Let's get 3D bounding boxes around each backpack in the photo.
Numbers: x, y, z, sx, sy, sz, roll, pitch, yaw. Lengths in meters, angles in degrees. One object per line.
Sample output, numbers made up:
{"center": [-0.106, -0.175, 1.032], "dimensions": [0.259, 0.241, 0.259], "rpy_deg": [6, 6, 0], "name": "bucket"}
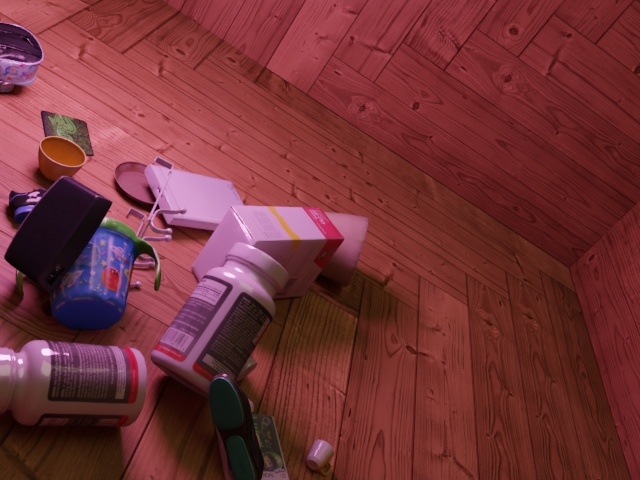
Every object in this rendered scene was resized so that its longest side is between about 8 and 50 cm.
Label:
{"center": [-1.015, -0.585, 2.187], "dimensions": [0.253, 0.191, 0.225], "rpy_deg": [-7, 55, -41], "name": "backpack"}

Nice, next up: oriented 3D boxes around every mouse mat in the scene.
{"center": [-0.820, -0.348, 2.253], "dimensions": [0.152, 0.007, 0.190], "rpy_deg": [10, 39, -38], "name": "mouse mat"}

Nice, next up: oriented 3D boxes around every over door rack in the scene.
{"center": [-0.473, -0.050, 1.977], "dimensions": [0.108, 0.239, 0.324], "rpy_deg": [21, 35, -25], "name": "over door rack"}

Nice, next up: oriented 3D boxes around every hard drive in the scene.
{"center": [-0.395, -0.131, 2.316], "dimensions": [0.353, 0.047, 0.233], "rpy_deg": [9, 43, -50], "name": "hard drive"}
{"center": [-0.625, -0.025, 1.641], "dimensions": [0.172, 0.255, 0.054], "rpy_deg": [28, -11, 25], "name": "hard drive"}

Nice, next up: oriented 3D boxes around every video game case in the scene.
{"center": [-0.173, 0.516, 1.736], "dimensions": [0.173, 0.022, 0.190], "rpy_deg": [16, 37, -33], "name": "video game case"}

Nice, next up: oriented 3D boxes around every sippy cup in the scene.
{"center": [-0.569, 0.093, 1.721], "dimensions": [0.240, 0.305, 0.224], "rpy_deg": [47, 27, -49], "name": "sippy cup"}

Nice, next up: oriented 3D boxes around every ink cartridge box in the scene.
{"center": [-0.160, 0.041, 2.141], "dimensions": [0.384, 0.279, 0.160], "rpy_deg": [-1, 47, -47], "name": "ink cartridge box"}

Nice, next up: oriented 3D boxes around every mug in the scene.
{"center": [0.000, 0.569, 1.812], "dimensions": [0.078, 0.062, 0.064], "rpy_deg": [35, 37, 9], "name": "mug"}

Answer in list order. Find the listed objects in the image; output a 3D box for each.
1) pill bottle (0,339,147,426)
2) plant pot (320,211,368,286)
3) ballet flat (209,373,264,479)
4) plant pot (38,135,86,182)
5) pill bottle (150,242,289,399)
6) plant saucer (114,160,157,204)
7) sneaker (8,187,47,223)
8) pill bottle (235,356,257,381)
{"center": [-0.549, 0.304, 1.478], "dimensions": [0.318, 0.176, 0.176], "rpy_deg": [12, 38, -37], "name": "pill bottle"}
{"center": [0.000, 0.000, 2.437], "dimensions": [0.274, 0.256, 0.256], "rpy_deg": [18, 32, -3], "name": "plant pot"}
{"center": [-0.194, 0.437, 1.634], "dimensions": [0.096, 0.095, 0.280], "rpy_deg": [-27, 106, -69], "name": "ballet flat"}
{"center": [-0.772, -0.227, 2.048], "dimensions": [0.134, 0.095, 0.134], "rpy_deg": [26, 32, -18], "name": "plant pot"}
{"center": [-0.242, 0.199, 1.748], "dimensions": [0.210, 0.210, 0.363], "rpy_deg": [35, 69, -5], "name": "pill bottle"}
{"center": [-0.576, -0.177, 2.246], "dimensions": [0.198, 0.036, 0.198], "rpy_deg": [27, 32, -19], "name": "plant saucer"}
{"center": [-0.741, -0.102, 1.925], "dimensions": [0.232, 0.081, 0.090], "rpy_deg": [-2, 55, -46], "name": "sneaker"}
{"center": [-0.256, 0.287, 1.881], "dimensions": [0.184, 0.103, 0.103], "rpy_deg": [47, 31, 15], "name": "pill bottle"}
